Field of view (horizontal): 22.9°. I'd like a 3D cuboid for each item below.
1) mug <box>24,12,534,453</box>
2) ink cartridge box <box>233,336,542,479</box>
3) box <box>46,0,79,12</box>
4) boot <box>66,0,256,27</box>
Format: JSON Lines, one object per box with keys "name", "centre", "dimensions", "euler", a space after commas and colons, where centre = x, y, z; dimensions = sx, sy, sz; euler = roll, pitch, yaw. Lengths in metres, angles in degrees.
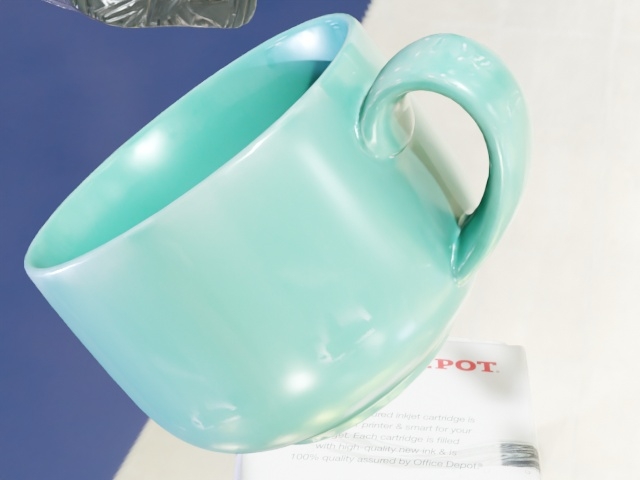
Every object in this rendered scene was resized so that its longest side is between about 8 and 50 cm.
{"name": "mug", "centre": [-0.008, 0.005, 0.488], "dimensions": [0.129, 0.158, 0.097], "euler": [-42, -72, -16]}
{"name": "ink cartridge box", "centre": [0.035, 0.164, 0.892], "dimensions": [0.172, 0.237, 0.100], "euler": [4, -53, -1]}
{"name": "box", "centre": [-0.235, -0.285, 0.972], "dimensions": [0.216, 0.060, 0.270], "euler": [23, -35, 29]}
{"name": "boot", "centre": [-0.101, -0.144, 0.895], "dimensions": [0.121, 0.099, 0.045], "euler": [5, -80, -24]}
